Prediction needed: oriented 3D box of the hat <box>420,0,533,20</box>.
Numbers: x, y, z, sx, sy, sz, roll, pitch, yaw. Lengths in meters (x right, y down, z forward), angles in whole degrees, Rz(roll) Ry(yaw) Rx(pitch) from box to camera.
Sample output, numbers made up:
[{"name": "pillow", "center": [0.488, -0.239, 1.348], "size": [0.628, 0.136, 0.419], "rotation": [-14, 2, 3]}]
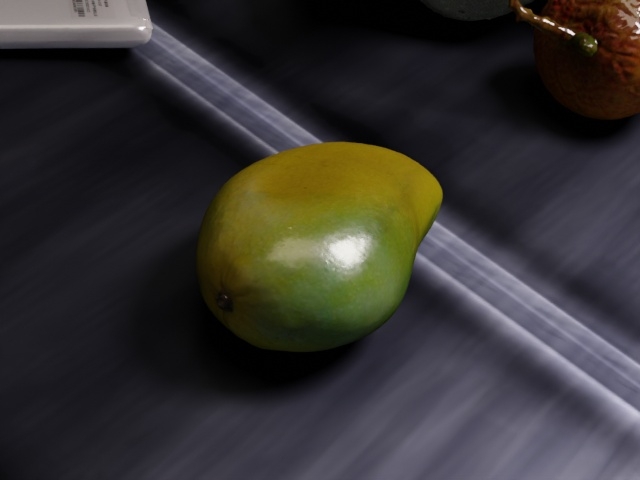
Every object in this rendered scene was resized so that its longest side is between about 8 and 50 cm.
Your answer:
[{"name": "hat", "center": [0.117, -0.234, 1.347], "size": [0.257, 0.130, 0.257], "rotation": [-24, 28, 14]}]

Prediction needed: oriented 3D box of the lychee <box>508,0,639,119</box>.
[{"name": "lychee", "center": [0.187, -0.135, 1.270], "size": [0.140, 0.101, 0.114], "rotation": [-9, 58, -24]}]

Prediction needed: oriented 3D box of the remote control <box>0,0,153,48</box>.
[{"name": "remote control", "center": [-0.244, -0.147, 1.249], "size": [0.261, 0.029, 0.067], "rotation": [-2, 38, -13]}]

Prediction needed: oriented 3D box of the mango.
[{"name": "mango", "center": [-0.004, 0.000, 1.062], "size": [0.122, 0.085, 0.191], "rotation": [7, 25, 13]}]
